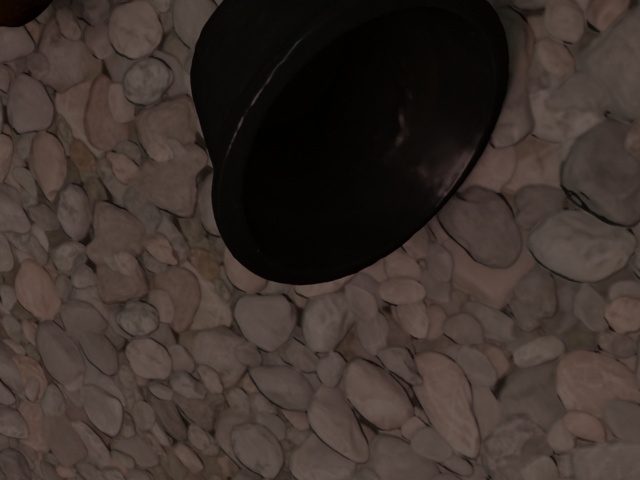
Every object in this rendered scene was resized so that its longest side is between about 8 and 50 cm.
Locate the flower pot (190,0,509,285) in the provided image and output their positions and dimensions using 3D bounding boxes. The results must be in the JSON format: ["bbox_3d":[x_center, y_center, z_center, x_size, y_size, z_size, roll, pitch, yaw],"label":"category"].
[{"bbox_3d":[-0.001,-0.112,0.710,0.166,0.269,0.269,44,131,37],"label":"flower pot"}]

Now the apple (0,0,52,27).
[{"bbox_3d":[-0.348,-0.312,0.857,0.187,0.211,0.211,5,116,4],"label":"apple"}]
